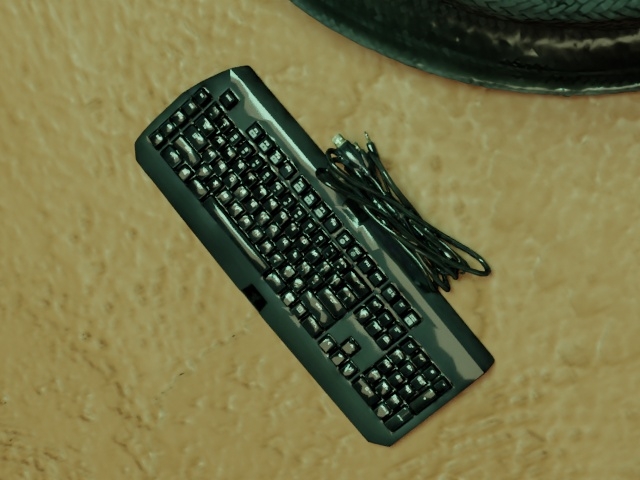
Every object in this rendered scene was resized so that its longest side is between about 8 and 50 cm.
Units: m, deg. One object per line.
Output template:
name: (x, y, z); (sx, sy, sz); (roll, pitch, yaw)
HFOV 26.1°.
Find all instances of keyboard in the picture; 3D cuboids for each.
keyboard: (0.000, 0.000, 0.638); (0.100, 0.038, 0.192); (-41, 88, 14)

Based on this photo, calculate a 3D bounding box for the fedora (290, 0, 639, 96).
fedora: (0.088, -0.165, 0.484); (0.334, 0.152, 0.334); (2, 122, 2)
